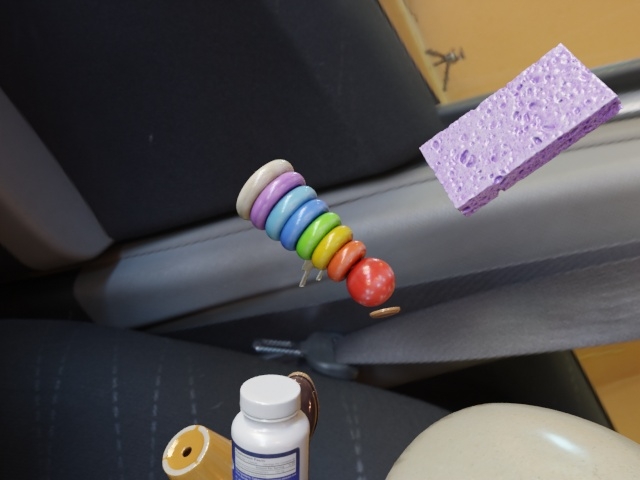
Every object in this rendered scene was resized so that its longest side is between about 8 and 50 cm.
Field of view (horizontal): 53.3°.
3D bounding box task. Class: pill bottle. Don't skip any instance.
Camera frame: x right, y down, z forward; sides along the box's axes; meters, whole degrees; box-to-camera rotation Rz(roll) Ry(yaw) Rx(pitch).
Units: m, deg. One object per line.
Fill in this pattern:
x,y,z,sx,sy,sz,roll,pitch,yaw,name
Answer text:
-0.070,0.294,0.905,0.112,0.112,0.186,-49,142,-71,pill bottle

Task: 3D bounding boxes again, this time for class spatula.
0.016,0.086,1.978,0.242,0.168,0.019,110,-40,-64,spatula

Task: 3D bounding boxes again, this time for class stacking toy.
0.000,0.000,1.185,0.330,0.141,0.141,42,11,15,stacking toy

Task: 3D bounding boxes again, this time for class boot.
-0.061,0.385,1.156,0.207,0.090,0.248,-62,162,-81,boot

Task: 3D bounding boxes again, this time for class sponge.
0.229,-0.131,0.755,0.031,0.210,0.117,34,26,-44,sponge

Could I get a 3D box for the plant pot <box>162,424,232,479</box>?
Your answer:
-0.265,0.539,1.500,0.188,0.205,0.205,57,20,-33,plant pot

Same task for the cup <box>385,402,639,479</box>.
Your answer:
0.230,0.301,0.552,0.237,0.331,0.331,126,-52,-67,cup

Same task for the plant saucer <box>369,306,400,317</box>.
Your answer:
0.172,0.193,1.695,0.083,0.083,0.013,24,53,-66,plant saucer
